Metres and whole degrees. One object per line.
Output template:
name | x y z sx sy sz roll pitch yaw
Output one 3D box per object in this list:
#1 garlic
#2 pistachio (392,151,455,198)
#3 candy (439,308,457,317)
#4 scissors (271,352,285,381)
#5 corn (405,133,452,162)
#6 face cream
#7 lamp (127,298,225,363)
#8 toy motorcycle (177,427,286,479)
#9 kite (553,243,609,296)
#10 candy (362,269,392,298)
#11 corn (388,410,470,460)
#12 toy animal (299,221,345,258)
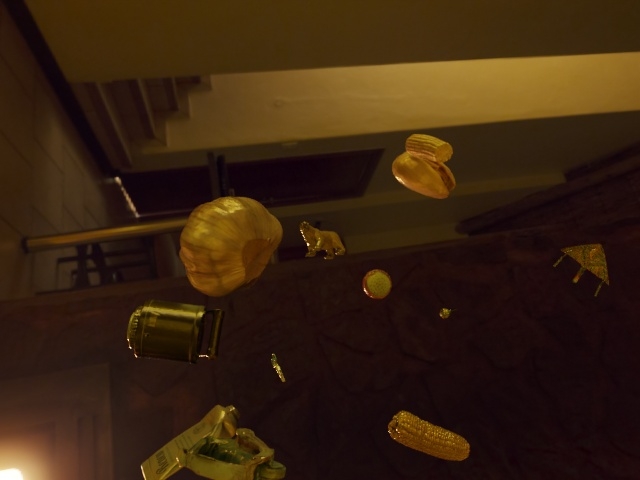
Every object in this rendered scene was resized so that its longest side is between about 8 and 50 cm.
garlic | -0.274 0.010 1.422 0.317 0.259 0.317 -49 152 -37
pistachio | 0.493 -0.315 2.302 0.318 0.193 0.214 38 -26 16
candy | 0.474 0.260 1.752 0.035 0.123 0.035 28 -70 36
scissors | -0.156 0.468 1.750 0.119 0.014 0.058 52 -39 45
corn | 0.425 -0.370 1.904 0.244 0.093 0.093 -141 -136 -63
face cream | -0.513 0.818 1.935 0.235 0.420 0.137 3 -58 62
lamp | -0.522 0.314 1.661 0.374 0.272 0.205 -24 -124 59
toy motorcycle | -0.264 0.632 1.409 0.241 0.319 0.182 56 47 -34
kite | 0.854 0.073 1.532 0.183 0.160 0.010 38 -6 9
candy | 0.196 0.152 1.662 0.043 0.103 0.103 137 -55 -75
corn | 0.344 0.616 1.498 0.101 0.291 0.101 -56 -161 31
toy animal | 0.000 0.000 1.624 0.103 0.218 0.101 -14 -106 40
